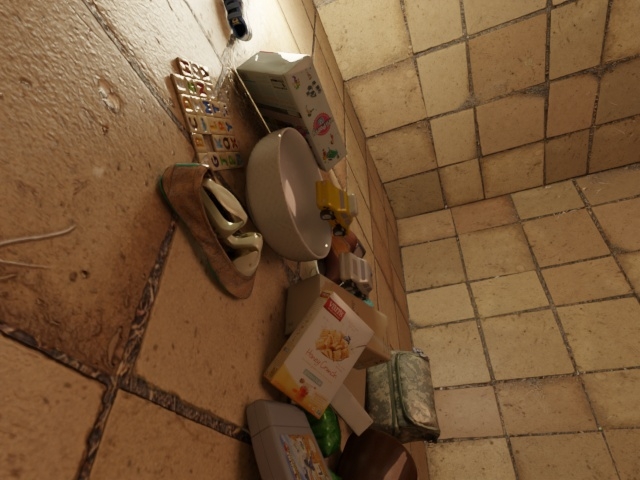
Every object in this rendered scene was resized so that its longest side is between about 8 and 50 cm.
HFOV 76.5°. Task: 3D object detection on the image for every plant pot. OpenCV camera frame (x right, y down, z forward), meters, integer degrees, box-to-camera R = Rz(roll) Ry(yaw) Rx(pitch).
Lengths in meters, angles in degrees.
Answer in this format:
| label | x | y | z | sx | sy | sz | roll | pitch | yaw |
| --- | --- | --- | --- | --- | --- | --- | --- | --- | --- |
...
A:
| label | x | y | z | sx | sy | sz | roll | pitch | yaw |
| --- | --- | --- | --- | --- | --- | --- | --- | --- | --- |
| plant pot | 0.117 | 0.660 | 1.058 | 0.230 | 0.215 | 0.215 | -31 | 108 | -57 |

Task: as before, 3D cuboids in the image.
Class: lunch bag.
| label | x | y | z | sx | sy | sz | roll | pitch | yaw |
| --- | --- | --- | --- | --- | --- | --- | --- | --- | --- |
| lunch bag | 0.267 | 0.535 | 1.405 | 0.212 | 0.256 | 0.305 | 93 | -2 | -48 |

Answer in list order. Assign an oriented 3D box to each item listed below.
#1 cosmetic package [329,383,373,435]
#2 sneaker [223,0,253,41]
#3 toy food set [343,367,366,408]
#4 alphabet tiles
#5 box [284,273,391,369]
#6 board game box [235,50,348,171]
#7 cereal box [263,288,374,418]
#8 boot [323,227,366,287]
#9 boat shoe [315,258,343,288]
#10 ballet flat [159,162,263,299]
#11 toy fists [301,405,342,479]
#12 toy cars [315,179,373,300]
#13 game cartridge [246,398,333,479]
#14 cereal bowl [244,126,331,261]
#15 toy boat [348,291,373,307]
| label | x | y | z | sx | sy | sz | roll | pitch | yaw |
| --- | --- | --- | --- | --- | --- | --- | --- | --- | --- |
| cosmetic package | 0.036 | 0.391 | 1.048 | 0.239 | 0.060 | 0.099 | 55 | -14 | -22 |
| sneaker | -0.231 | -0.621 | 1.116 | 0.059 | 0.053 | 0.144 | -72 | 144 | -55 |
| toy food set | 0.052 | 0.372 | 1.246 | 0.306 | 0.092 | 0.220 | 57 | 27 | -31 |
| alphabet tiles | -0.244 | -0.271 | 0.891 | 0.198 | 0.009 | 0.237 | -41 | 117 | -70 |
| box | 0.053 | 0.230 | 1.107 | 0.311 | 0.121 | 0.148 | 35 | 42 | -37 |
| board game box | -0.074 | -0.356 | 1.130 | 0.097 | 0.224 | 0.303 | -44 | 136 | -16 |
| cereal box | 0.004 | 0.257 | 0.928 | 0.173 | 0.047 | 0.240 | 47 | 69 | -27 |
| boot | 0.000 | 0.000 | 1.237 | 0.280 | 0.096 | 0.264 | 52 | 55 | -14 |
| boat shoe | 0.031 | 0.057 | 1.361 | 0.096 | 0.098 | 0.277 | 48 | 35 | -57 |
| ballet flat | -0.172 | -0.007 | 0.755 | 0.107 | 0.106 | 0.316 | -84 | 154 | -47 |
| toy fists | 0.001 | 0.517 | 0.941 | 0.142 | 0.096 | 0.279 | 73 | 11 | -58 |
| toy cars | 0.087 | 0.007 | 1.121 | 0.176 | 0.087 | 0.394 | -59 | 134 | -64 |
| game cartridge | -0.038 | 0.443 | 0.756 | 0.297 | 0.062 | 0.198 | 60 | 2 | 32 |
| cereal bowl | -0.090 | -0.102 | 1.026 | 0.339 | 0.141 | 0.339 | -14 | 90 | -72 |
| toy boat | 0.120 | 0.227 | 1.431 | 0.318 | 0.148 | 0.267 | -19 | 96 | -73 |
